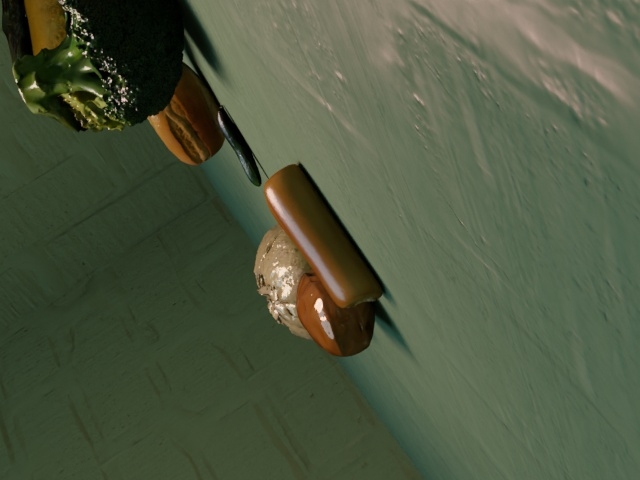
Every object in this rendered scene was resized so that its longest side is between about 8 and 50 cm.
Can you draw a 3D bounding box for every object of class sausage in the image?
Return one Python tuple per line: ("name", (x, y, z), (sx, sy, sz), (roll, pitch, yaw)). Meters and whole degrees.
("sausage", (0.022, 0.118, 1.605), (0.241, 0.120, 0.136), (-157, 48, -80))

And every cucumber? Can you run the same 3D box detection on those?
("cucumber", (-0.163, -0.189, 1.885), (0.184, 0.033, 0.036), (61, -166, -20))

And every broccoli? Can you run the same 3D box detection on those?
("broccoli", (-0.368, -0.323, 1.538), (0.297, 0.297, 0.297), (-22, -90, -90))

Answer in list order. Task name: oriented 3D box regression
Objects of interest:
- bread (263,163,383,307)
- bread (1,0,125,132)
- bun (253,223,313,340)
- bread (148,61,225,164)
("bread", (0.000, 0.000, 1.387), (0.239, 0.074, 0.092), (55, 169, 7))
("bread", (-0.457, -0.408, 1.760), (0.208, 0.251, 0.376), (-20, 80, 48))
("bun", (-0.048, 0.091, 1.894), (0.259, 0.152, 0.259), (53, 173, 10))
("bread", (-0.279, -0.258, 1.930), (0.106, 0.140, 0.236), (48, 172, 40))
